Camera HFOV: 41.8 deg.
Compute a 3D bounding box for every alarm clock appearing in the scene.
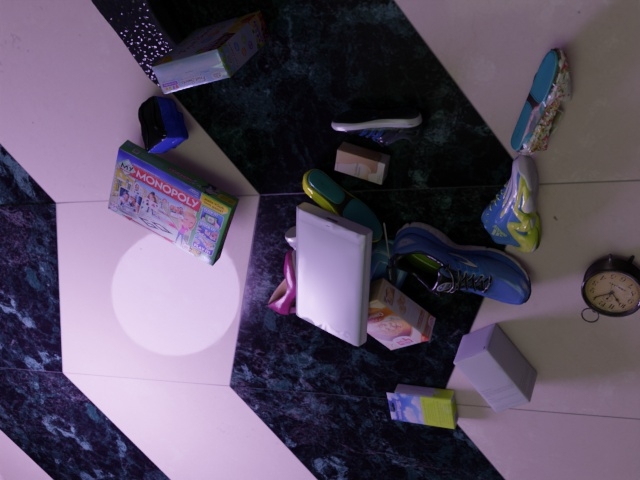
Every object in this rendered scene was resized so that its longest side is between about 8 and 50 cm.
[{"bbox_3d":[0.624,0.112,1.814,0.129,0.064,0.192,29,129,4],"label":"alarm clock"}]

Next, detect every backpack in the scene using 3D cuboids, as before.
[{"bbox_3d":[-0.376,-0.278,1.989,0.098,0.101,0.120,-27,77,34],"label":"backpack"}]

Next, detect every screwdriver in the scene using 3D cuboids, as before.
[{"bbox_3d":[0.162,0.033,1.959,0.025,0.024,0.170,30,139,43],"label":"screwdriver"}]

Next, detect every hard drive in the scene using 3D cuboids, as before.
[{"bbox_3d":[0.027,0.081,1.976,0.203,0.040,0.307,24,127,33],"label":"hard drive"}]

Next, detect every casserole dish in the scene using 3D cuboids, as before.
[{"bbox_3d":[0.150,0.077,2.038,0.114,0.037,0.188,26,132,6],"label":"casserole dish"}]

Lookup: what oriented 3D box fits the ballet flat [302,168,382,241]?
[{"bbox_3d":[0.047,-0.077,1.958,0.231,0.077,0.077,42,153,-4],"label":"ballet flat"}]

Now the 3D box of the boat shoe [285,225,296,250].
[{"bbox_3d":[0.000,0.000,2.037,0.184,0.066,0.063,-7,131,29],"label":"boat shoe"}]

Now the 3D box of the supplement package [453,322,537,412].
[{"bbox_3d":[0.426,0.310,2.031,0.105,0.105,0.179,-28,109,39],"label":"supplement package"}]

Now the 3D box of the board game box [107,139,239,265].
[{"bbox_3d":[-0.374,-0.091,2.096,0.317,0.046,0.213,28,133,5],"label":"board game box"}]

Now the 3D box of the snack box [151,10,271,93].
[{"bbox_3d":[-0.226,-0.395,1.753,0.174,0.207,0.070,-7,121,30],"label":"snack box"}]

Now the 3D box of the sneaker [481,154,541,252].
[{"bbox_3d":[0.395,-0.074,1.768,0.126,0.091,0.240,4,126,25],"label":"sneaker"}]

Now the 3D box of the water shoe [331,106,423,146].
[{"bbox_3d":[0.120,-0.235,1.794,0.203,0.073,0.080,2,127,25],"label":"water shoe"}]

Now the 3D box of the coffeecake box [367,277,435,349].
[{"bbox_3d":[0.164,0.183,2.047,0.185,0.068,0.142,37,144,-23],"label":"coffeecake box"}]

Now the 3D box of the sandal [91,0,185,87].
[{"bbox_3d":[-0.402,-0.531,1.823,0.167,0.107,0.446,-2,136,26],"label":"sandal"}]

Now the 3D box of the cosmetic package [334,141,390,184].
[{"bbox_3d":[0.093,-0.173,1.873,0.115,0.041,0.060,17,130,14],"label":"cosmetic package"}]

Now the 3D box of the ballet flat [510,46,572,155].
[{"bbox_3d":[0.441,-0.267,1.622,0.077,0.091,0.241,2,136,-13],"label":"ballet flat"}]

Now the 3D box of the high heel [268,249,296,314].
[{"bbox_3d":[-0.096,0.105,2.139,0.117,0.082,0.244,5,145,13],"label":"high heel"}]

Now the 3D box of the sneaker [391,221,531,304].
[{"bbox_3d":[0.310,0.081,1.889,0.330,0.147,0.130,19,131,11],"label":"sneaker"}]

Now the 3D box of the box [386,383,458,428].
[{"bbox_3d":[0.274,0.444,2.247,0.178,0.042,0.109,3,125,24],"label":"box"}]
